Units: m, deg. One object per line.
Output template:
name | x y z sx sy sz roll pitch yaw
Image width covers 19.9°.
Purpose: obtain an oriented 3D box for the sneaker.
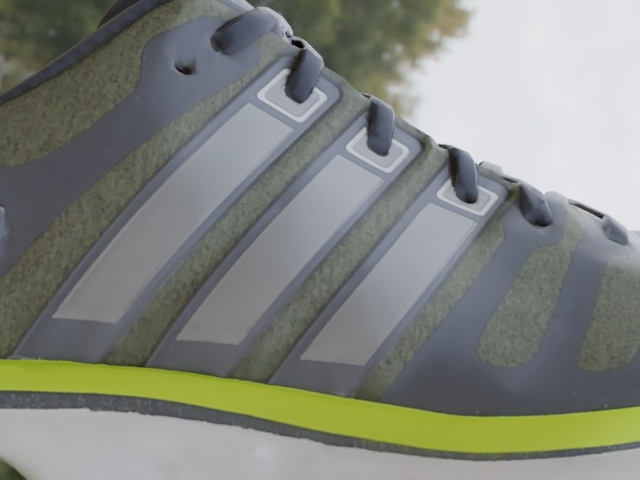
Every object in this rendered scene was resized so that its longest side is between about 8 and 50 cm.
sneaker | 0.000 0.000 0.408 0.111 0.300 0.121 179 -92 -76
